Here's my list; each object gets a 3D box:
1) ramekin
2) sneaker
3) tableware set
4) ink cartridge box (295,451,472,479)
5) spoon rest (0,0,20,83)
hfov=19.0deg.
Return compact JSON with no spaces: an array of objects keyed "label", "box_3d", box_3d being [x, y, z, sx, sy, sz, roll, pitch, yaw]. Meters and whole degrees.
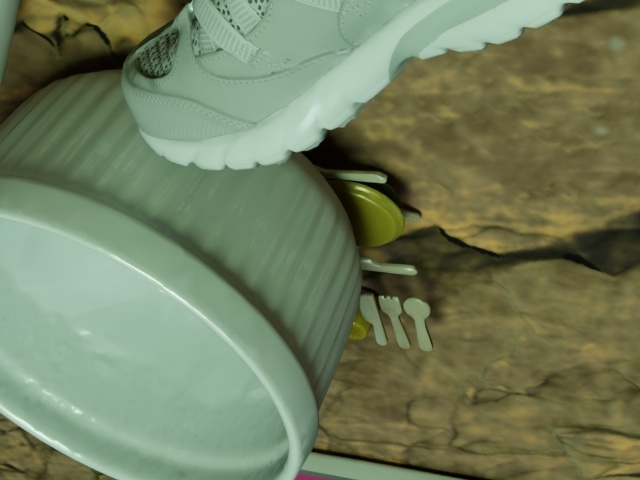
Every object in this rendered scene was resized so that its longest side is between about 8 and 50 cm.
[{"label":"ramekin","box_3d":[-0.079,0.018,0.872,0.207,0.109,0.207,21,147,15]},{"label":"sneaker","box_3d":[0.003,-0.114,0.698,0.115,0.105,0.281,48,142,-14]},{"label":"tableware set","box_3d":[0.000,0.000,0.922,0.104,0.024,0.154,6,146,19]},{"label":"ink cartridge box","box_3d":[0.091,0.208,1.149,0.371,0.069,0.176,7,145,8]},{"label":"spoon rest","box_3d":[-0.266,-0.118,0.784,0.276,0.137,0.084,12,-170,-3]}]
